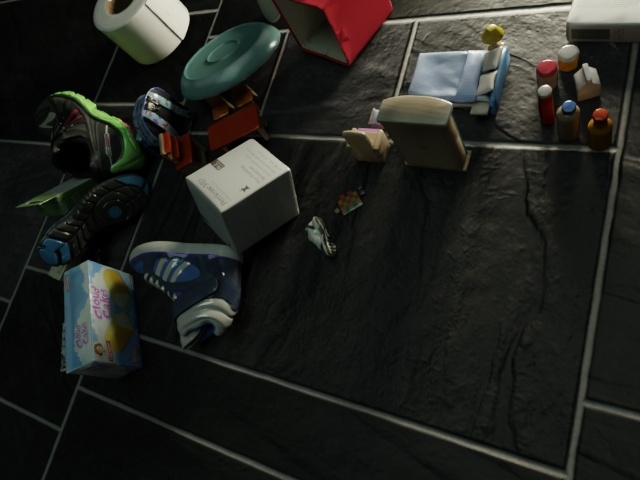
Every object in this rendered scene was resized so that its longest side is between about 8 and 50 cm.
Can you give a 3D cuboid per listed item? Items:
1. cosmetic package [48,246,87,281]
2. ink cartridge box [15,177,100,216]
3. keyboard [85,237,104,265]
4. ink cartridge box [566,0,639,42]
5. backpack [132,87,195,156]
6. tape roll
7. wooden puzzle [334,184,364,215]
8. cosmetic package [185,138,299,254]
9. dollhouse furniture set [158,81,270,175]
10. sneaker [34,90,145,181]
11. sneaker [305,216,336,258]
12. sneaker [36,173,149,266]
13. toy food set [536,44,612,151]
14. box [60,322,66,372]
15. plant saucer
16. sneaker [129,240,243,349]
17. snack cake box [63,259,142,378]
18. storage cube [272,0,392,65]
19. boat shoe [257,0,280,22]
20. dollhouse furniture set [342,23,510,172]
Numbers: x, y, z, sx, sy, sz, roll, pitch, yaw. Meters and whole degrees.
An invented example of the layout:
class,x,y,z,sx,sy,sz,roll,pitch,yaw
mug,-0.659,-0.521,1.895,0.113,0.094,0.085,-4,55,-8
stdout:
class,x,y,z,sx,sy,sz,roll,pitch,yaw
cosmetic package,-0.735,0.061,1.464,0.060,0.041,0.115,19,81,29
ink cartridge box,-0.746,-0.118,1.454,0.109,0.062,0.209,-2,28,27
keyboard,-0.632,0.090,1.414,0.100,0.038,0.191,-26,60,41
ink cartridge box,0.649,-0.498,0.966,0.275,0.060,0.238,15,78,31
backpack,-0.448,-0.327,1.388,0.117,0.173,0.158,-1,72,27
tape roll,-0.567,-0.712,1.597,0.247,0.169,0.245,-10,67,24
wooden puzzle,0.066,-0.088,1.136,0.083,0.006,0.049,-30,61,14
cosmetic package,-0.172,-0.100,1.140,0.184,0.151,0.151,-36,56,-20
dollhouse furniture set,-0.268,-0.267,1.296,0.259,0.135,0.261,-23,63,18
sneaker,-0.732,-0.306,1.491,0.483,0.185,0.202,24,51,33
sneaker,0.000,0.000,1.123,0.044,0.040,0.109,-41,53,27
sneaker,-0.636,-0.076,1.401,0.341,0.125,0.140,-39,28,-13
toy food set,0.469,-0.282,0.948,0.111,0.104,0.232,-12,67,23
box,-0.650,0.275,1.348,0.094,0.027,0.136,-21,63,20
plant saucer,-0.258,-0.502,1.373,0.318,0.043,0.317,-19,43,19
sneaker,-0.338,0.133,1.183,0.323,0.130,0.236,-1,66,21
snack cake box,-0.542,0.197,1.249,0.089,0.152,0.264,-25,62,16
storage cube,0.031,-0.581,1.224,0.184,0.215,0.193,32,82,33
boat shoe,-0.107,-0.662,1.352,0.079,0.095,0.254,-39,17,-11
dollhouse furniture set,0.210,-0.330,1.043,0.287,0.198,0.303,12,77,30
